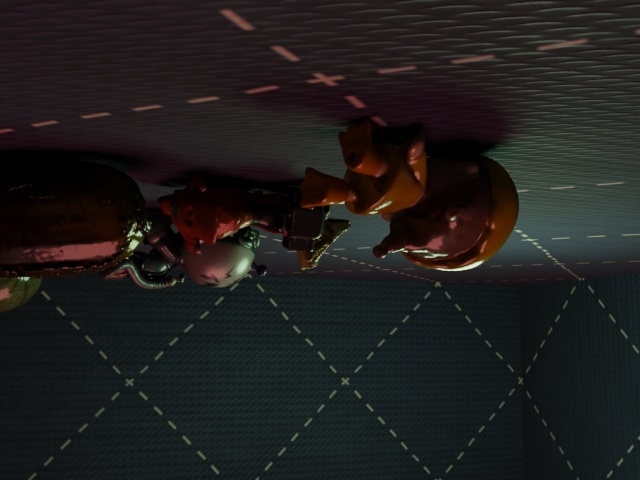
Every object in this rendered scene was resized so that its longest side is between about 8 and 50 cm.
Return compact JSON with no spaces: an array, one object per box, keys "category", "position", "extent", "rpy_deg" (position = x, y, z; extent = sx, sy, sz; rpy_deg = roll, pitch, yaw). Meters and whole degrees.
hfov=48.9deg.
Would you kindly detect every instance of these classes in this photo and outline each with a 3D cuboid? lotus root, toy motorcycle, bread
[{"category":"lotus root","position":[-0.482,-0.038,1.186],"extent":[0.397,0.196,0.179],"rpy_deg":[-4,-161,4]},{"category":"toy motorcycle","position":[-0.142,-0.051,1.317],"extent":[0.325,0.148,0.221],"rpy_deg":[4,-167,-12]},{"category":"bread","position":[0.000,0.000,1.787],"extent":[0.152,0.127,0.147],"rpy_deg":[-15,176,-13]}]

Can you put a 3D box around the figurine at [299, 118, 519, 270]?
[{"category":"figurine","position":[0.144,-0.063,1.067],"extent":[0.343,0.187,0.215],"rpy_deg":[15,153,-35]}]

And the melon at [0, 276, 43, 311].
[{"category":"melon","position":[-0.875,0.078,1.880],"extent":[0.301,0.238,0.237],"rpy_deg":[-8,169,37]}]

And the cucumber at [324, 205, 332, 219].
[{"category":"cucumber","position":[-0.081,-0.064,1.478],"extent":[0.214,0.052,0.058],"rpy_deg":[0,143,11]}]

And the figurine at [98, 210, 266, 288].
[{"category":"figurine","position":[-0.323,0.022,1.673],"extent":[0.381,0.186,0.261],"rpy_deg":[-2,178,-12]}]
